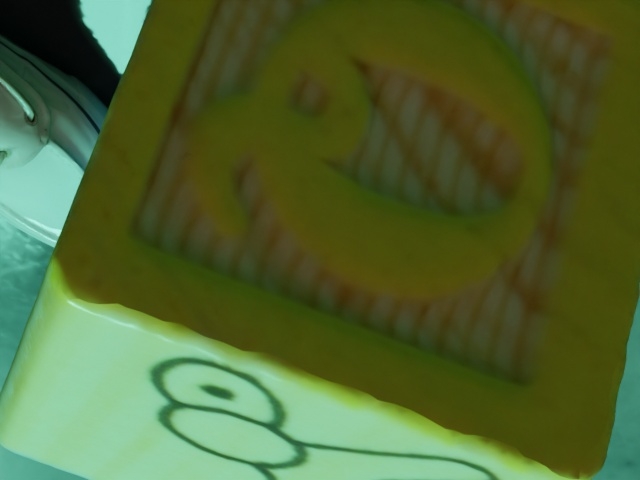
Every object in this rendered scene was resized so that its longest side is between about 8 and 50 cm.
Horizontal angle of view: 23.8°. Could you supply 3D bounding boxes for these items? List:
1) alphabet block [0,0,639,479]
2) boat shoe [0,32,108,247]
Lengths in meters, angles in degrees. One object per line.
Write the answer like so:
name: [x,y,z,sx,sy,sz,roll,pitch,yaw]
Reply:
alphabet block: [0.000,0.000,0.581,0.192,0.193,0.197,20,155,-11]
boat shoe: [-0.167,-0.057,0.671,0.083,0.076,0.226,-31,119,28]
